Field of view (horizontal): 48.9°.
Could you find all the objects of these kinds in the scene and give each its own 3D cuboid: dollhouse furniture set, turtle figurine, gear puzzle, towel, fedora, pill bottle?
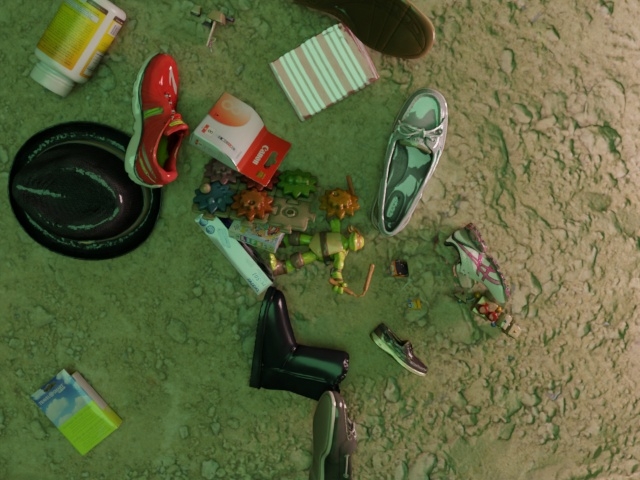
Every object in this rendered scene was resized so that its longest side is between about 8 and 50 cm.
[{"bbox_3d":[-0.237,-0.431,1.432,0.091,0.114,0.081,20,101,-5],"label":"dollhouse furniture set"},{"bbox_3d":[0.000,0.000,1.501,0.218,0.087,0.269,-6,75,5],"label":"turtle figurine"},{"bbox_3d":[-0.087,-0.096,1.445,0.339,0.175,0.044,10,139,3],"label":"gear puzzle"},{"bbox_3d":[0.006,-0.357,1.484,0.197,0.029,0.144,-29,97,6],"label":"towel"},{"bbox_3d":[-0.505,-0.098,1.456,0.334,0.152,0.333,0,97,0],"label":"fedora"},{"bbox_3d":[-0.499,-0.404,1.433,0.117,0.117,0.215,34,96,-4],"label":"pill bottle"}]

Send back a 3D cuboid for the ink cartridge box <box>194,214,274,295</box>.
[{"bbox_3d":[-0.179,0.017,1.497,0.046,0.097,0.207,-39,95,5],"label":"ink cartridge box"}]

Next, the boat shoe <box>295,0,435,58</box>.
[{"bbox_3d":[0.085,-0.484,1.415,0.342,0.123,0.123,28,128,7],"label":"boat shoe"}]

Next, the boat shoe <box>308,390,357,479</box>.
[{"bbox_3d":[0.036,0.456,1.527,0.096,0.112,0.335,-2,120,-16],"label":"boat shoe"}]

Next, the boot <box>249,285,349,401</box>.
[{"bbox_3d":[-0.037,0.229,1.524,0.207,0.094,0.246,9,104,3],"label":"boot"}]

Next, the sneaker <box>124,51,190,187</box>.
[{"bbox_3d":[-0.312,-0.244,1.430,0.118,0.107,0.278,4,88,34],"label":"sneaker"}]

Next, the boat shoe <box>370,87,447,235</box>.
[{"bbox_3d":[0.187,-0.162,1.468,0.118,0.103,0.320,21,97,-2],"label":"boat shoe"}]

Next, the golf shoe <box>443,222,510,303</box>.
[{"bbox_3d":[0.339,0.059,1.511,0.086,0.067,0.186,-31,79,11],"label":"golf shoe"}]

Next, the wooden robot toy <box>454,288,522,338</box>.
[{"bbox_3d":[0.376,0.138,1.527,0.173,0.076,0.079,35,85,-4],"label":"wooden robot toy"}]

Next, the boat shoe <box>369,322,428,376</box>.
[{"bbox_3d":[0.179,0.241,1.545,0.152,0.056,0.049,37,101,-4],"label":"boat shoe"}]

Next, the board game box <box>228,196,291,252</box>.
[{"bbox_3d":[-0.113,-0.053,1.466,0.104,0.026,0.154,19,53,7],"label":"board game box"}]

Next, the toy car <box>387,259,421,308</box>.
[{"bbox_3d":[0.175,0.100,1.529,0.041,0.060,0.122,-15,91,34],"label":"toy car"}]

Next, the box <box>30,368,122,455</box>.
[{"bbox_3d":[-0.546,0.379,1.574,0.109,0.042,0.178,-39,95,4],"label":"box"}]

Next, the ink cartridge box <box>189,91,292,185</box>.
[{"bbox_3d":[-0.158,-0.211,1.451,0.179,0.045,0.145,28,52,-1],"label":"ink cartridge box"}]
